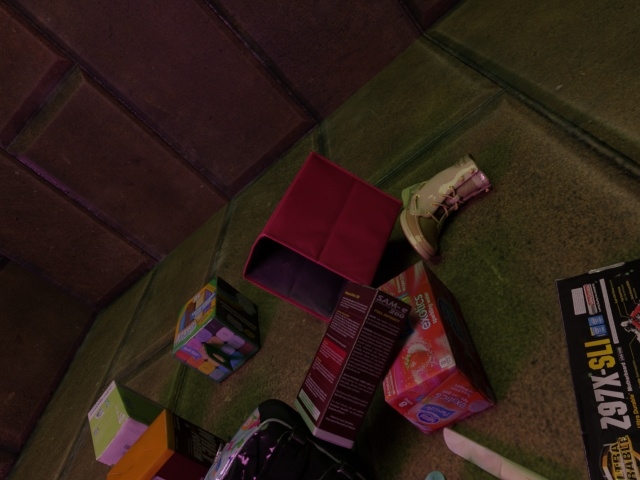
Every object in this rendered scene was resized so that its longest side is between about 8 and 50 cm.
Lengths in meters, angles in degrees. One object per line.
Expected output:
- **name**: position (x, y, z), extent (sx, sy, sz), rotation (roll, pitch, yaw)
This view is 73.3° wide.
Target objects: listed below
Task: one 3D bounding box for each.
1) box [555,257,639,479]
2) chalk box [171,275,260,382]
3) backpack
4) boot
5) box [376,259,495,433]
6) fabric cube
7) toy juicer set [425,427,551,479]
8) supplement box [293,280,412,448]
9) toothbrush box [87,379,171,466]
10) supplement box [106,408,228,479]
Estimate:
- **box**: position (0.427, 0.149, 0.474), extent (0.257, 0.079, 0.321), rotation (-27, 32, 38)
- **chalk box**: position (-0.303, 0.277, 1.262), extent (0.179, 0.180, 0.289), rotation (-42, 25, 10)
- **backpack**: position (-0.078, 0.412, 0.696), extent (0.253, 0.225, 0.191), rotation (-54, 5, -10)
- **boot**: position (0.292, -0.085, 0.988), extent (0.204, 0.095, 0.261), rotation (-30, 26, 27)
- **box**: position (0.180, 0.174, 0.746), extent (0.128, 0.123, 0.256), rotation (-36, 26, 22)
- **fabric cube**: position (0.000, 0.000, 1.031), extent (0.258, 0.259, 0.254), rotation (-64, 5, -31)
- **toy juicer set**: position (0.186, 0.369, 0.498), extent (0.209, 0.089, 0.328), rotation (-24, 31, 46)
- **supplement box**: position (0.049, 0.195, 0.715), extent (0.239, 0.073, 0.130), rotation (-65, 16, -6)
- **toothbrush box**: position (-0.501, 0.522, 1.182), extent (0.122, 0.206, 0.283), rotation (-56, 28, -16)
- **supplement box**: position (-0.320, 0.516, 0.933), extent (0.191, 0.194, 0.129), rotation (-49, 26, -3)
